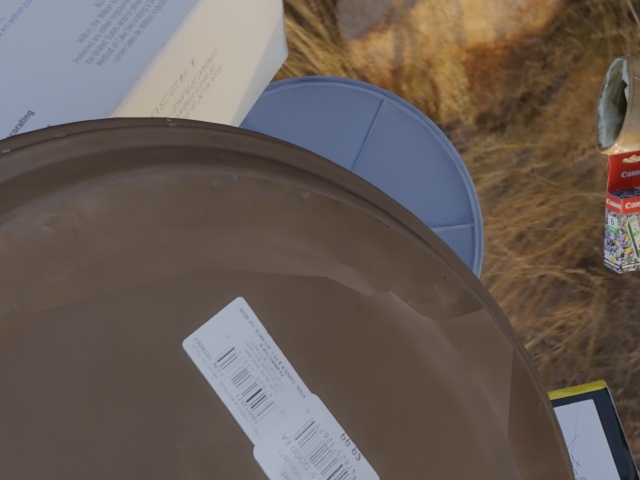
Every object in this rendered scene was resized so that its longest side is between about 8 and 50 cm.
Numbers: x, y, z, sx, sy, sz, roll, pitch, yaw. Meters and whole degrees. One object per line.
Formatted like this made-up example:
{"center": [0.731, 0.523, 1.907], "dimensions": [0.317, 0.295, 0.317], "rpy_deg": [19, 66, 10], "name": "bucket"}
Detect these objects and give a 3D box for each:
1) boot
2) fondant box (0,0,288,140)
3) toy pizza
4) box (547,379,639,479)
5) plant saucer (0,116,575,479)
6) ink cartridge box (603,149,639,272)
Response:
{"center": [0.446, -0.150, 1.402], "dimensions": [0.269, 0.236, 0.089], "rpy_deg": [21, 142, -14], "name": "boot"}
{"center": [-0.212, -0.082, 0.520], "dimensions": [0.330, 0.096, 0.238], "rpy_deg": [23, 59, 16], "name": "fondant box"}
{"center": [0.000, 0.000, 0.763], "dimensions": [0.201, 0.032, 0.201], "rpy_deg": [0, 90, -6], "name": "toy pizza"}
{"center": [0.031, 0.216, 0.642], "dimensions": [0.257, 0.322, 0.079], "rpy_deg": [-14, 48, 0], "name": "box"}
{"center": [-0.030, 0.097, 0.342], "dimensions": [0.041, 0.278, 0.278], "rpy_deg": [-22, 80, 61], "name": "plant saucer"}
{"center": [0.314, -0.030, 1.221], "dimensions": [0.063, 0.029, 0.115], "rpy_deg": [-11, 111, -21], "name": "ink cartridge box"}
